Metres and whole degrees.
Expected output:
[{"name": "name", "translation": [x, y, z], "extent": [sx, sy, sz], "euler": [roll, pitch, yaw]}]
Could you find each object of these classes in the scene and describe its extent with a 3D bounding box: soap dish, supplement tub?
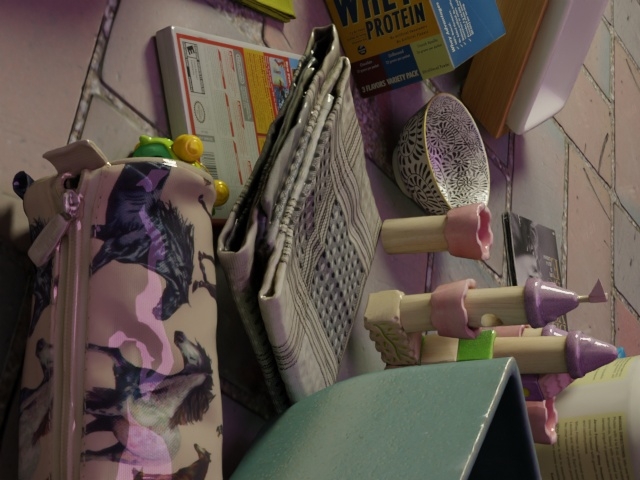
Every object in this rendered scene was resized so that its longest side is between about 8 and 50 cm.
[{"name": "soap dish", "translation": [0.321, -0.312, 1.741], "extent": [0.229, 0.118, 0.291], "euler": [-31, 143, -54]}, {"name": "supplement tub", "translation": [0.364, 0.270, 1.503], "extent": [0.235, 0.325, 0.235], "euler": [26, 58, -50]}]

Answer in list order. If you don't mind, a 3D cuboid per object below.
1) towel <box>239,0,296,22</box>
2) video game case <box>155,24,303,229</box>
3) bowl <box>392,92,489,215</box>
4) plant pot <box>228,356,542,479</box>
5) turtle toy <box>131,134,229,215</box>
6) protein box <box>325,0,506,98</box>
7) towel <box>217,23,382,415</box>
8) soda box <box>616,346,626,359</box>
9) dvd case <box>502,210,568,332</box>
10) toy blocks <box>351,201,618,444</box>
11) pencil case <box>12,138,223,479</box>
[{"name": "towel", "translation": [-0.095, -0.315, 1.292], "extent": [0.237, 0.021, 0.102], "euler": [13, 74, -59]}, {"name": "video game case", "translation": [-0.062, -0.111, 1.282], "extent": [0.285, 0.025, 0.204], "euler": [0, 78, -56]}, {"name": "bowl", "translation": [0.145, -0.099, 1.539], "extent": [0.170, 0.080, 0.170], "euler": [26, 58, -49]}, {"name": "plant pot", "translation": [0.047, 0.266, 1.075], "extent": [0.247, 0.252, 0.248], "euler": [-54, 136, -49]}, {"name": "turtle toy", "translation": [-0.135, -0.039, 1.095], "extent": [0.066, 0.095, 0.130], "euler": [-41, 114, -31]}, {"name": "protein box", "translation": [0.116, -0.316, 1.525], "extent": [0.201, 0.136, 0.200], "euler": [-39, 111, -55]}, {"name": "towel", "translation": [0.000, 0.000, 1.189], "extent": [0.324, 0.056, 0.312], "euler": [74, 30, -48]}, {"name": "soda box", "translation": [0.411, 0.232, 1.823], "extent": [0.210, 0.071, 0.067], "euler": [-28, 102, -57]}, {"name": "dvd case", "translation": [0.332, 0.076, 1.812], "extent": [0.164, 0.018, 0.221], "euler": [17, 65, -53]}, {"name": "toy blocks", "translation": [0.206, 0.153, 1.327], "extent": [0.288, 0.260, 0.309], "euler": [63, 33, -43]}, {"name": "pencil case", "translation": [-0.160, 0.136, 0.914], "extent": [0.183, 0.160, 0.410], "euler": [25, 58, -55]}]
